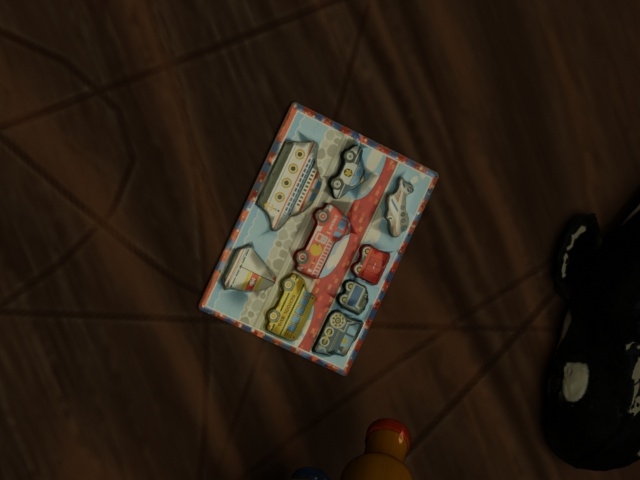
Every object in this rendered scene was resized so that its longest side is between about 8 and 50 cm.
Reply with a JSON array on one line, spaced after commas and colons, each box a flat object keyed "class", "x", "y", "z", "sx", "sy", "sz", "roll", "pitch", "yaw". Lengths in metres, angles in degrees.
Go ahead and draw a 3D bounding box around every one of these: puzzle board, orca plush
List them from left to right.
[{"class": "puzzle board", "x": 0.000, "y": 0.000, "z": 1.051, "sx": 0.096, "sy": 0.011, "sz": 0.128, "roll": 25, "pitch": 88, "yaw": -17}, {"class": "orca plush", "x": 0.242, "y": 0.018, "z": 1.074, "sx": 0.287, "sy": 0.102, "sz": 0.151, "roll": -39, "pitch": 104, "yaw": -9}]

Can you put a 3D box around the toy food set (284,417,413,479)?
[{"class": "toy food set", "x": -0.001, "y": 0.211, "z": 1.020, "sx": 0.111, "sy": 0.104, "sz": 0.232, "roll": 5, "pitch": 124, "yaw": 10}]
